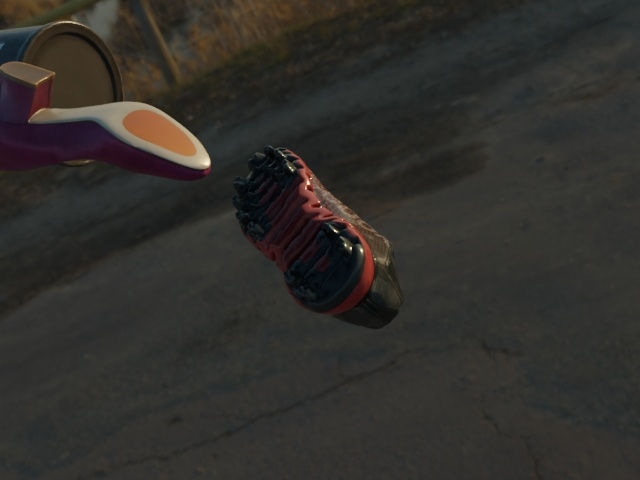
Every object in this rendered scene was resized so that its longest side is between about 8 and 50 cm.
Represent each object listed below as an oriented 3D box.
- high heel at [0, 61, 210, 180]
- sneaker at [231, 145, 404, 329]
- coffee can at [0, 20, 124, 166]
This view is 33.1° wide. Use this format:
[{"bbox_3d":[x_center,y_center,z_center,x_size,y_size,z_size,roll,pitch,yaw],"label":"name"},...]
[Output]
[{"bbox_3d":[-0.223,-0.082,1.061,0.244,0.117,0.082,21,31,9],"label":"high heel"},{"bbox_3d":[0.000,0.000,1.107,0.097,0.135,0.276,-49,39,9],"label":"sneaker"},{"bbox_3d":[-0.455,-0.205,1.560,0.275,0.201,0.201,1,35,33],"label":"coffee can"}]
